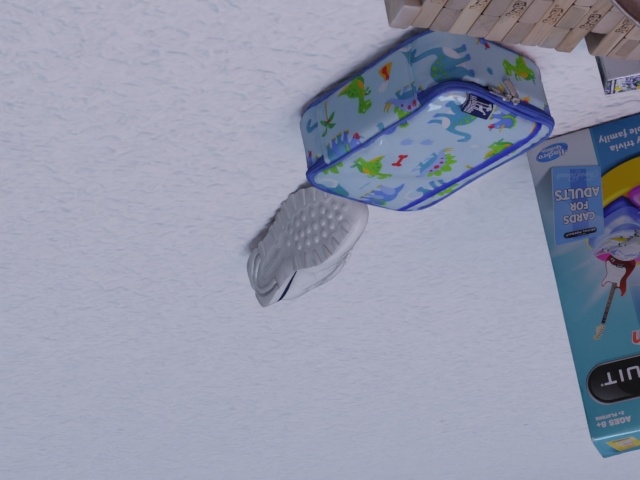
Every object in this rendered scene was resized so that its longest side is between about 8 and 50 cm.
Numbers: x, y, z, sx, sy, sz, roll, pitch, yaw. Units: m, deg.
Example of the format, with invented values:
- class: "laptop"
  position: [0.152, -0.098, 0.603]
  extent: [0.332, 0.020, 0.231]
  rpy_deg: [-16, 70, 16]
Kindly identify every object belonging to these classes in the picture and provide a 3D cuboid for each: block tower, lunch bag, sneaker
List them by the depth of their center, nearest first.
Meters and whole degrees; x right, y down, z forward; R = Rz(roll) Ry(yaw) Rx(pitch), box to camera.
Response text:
- class: "block tower"
  position: [0.218, -0.214, 0.957]
  extent: [0.336, 0.091, 0.097]
  rpy_deg: [3, 151, -21]
- class: "lunch bag"
  position: [0.104, -0.109, 1.141]
  extent: [0.176, 0.090, 0.219]
  rpy_deg: [15, 147, -42]
- class: "sneaker"
  position: [0.000, 0.000, 1.355]
  extent: [0.095, 0.090, 0.235]
  rpy_deg: [-6, 160, -32]

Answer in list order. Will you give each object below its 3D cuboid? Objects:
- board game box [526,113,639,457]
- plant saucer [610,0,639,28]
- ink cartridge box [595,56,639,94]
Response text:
- class: "board game box"
  position: [0.370, 0.026, 1.197]
  extent: [0.254, 0.336, 0.079]
  rpy_deg: [-16, 152, 16]
- class: "plant saucer"
  position: [0.328, -0.256, 0.806]
  extent: [0.311, 0.050, 0.310]
  rpy_deg: [11, 135, 12]
- class: "ink cartridge box"
  position: [0.314, -0.176, 1.084]
  extent: [0.115, 0.062, 0.029]
  rpy_deg: [-10, 152, 5]
